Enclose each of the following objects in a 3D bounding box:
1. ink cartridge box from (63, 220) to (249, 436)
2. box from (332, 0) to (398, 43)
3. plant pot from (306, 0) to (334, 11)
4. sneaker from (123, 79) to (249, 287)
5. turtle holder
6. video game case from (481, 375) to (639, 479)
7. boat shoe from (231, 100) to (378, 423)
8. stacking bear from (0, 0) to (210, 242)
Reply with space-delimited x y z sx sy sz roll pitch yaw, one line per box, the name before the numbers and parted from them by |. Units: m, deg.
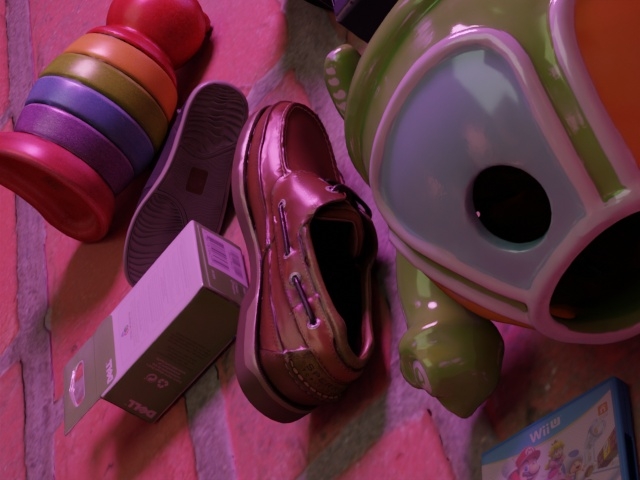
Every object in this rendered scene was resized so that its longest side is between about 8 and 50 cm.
ink cartridge box | -0.153 0.093 1.547 0.209 0.062 0.109 -47 29 20
box | 0.110 -0.182 1.245 0.108 0.207 0.153 -45 30 23
plant pot | -0.013 -0.333 1.650 0.187 0.188 0.167 -50 42 13
sneaker | -0.133 -0.052 1.670 0.222 0.083 0.118 -66 9 -1
turtle holder | 0.126 -0.043 1.053 0.320 0.243 0.227 -37 50 18
video game case | 0.148 0.176 1.028 0.119 0.015 0.166 -38 34 34
boat shoe | 0.000 0.000 1.365 0.104 0.111 0.307 -32 47 34
stacking bear | -0.229 -0.166 1.849 0.164 0.175 0.289 -7 48 58
